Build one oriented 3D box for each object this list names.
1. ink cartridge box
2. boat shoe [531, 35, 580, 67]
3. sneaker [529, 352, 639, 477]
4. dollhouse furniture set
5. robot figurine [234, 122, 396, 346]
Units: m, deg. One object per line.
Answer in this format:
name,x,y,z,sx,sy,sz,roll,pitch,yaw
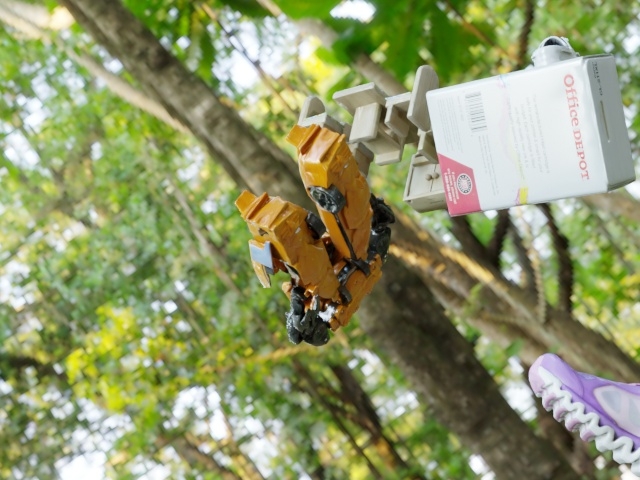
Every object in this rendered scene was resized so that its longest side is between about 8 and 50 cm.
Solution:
ink cartridge box,0.203,-0.100,1.202,0.175,0.127,0.072,-8,4,38
boat shoe,0.280,-0.211,1.476,0.066,0.063,0.184,-7,9,24
sneaker,0.331,0.181,1.298,0.104,0.236,0.095,-55,-6,-7
dollhouse furniture set,0.125,-0.172,1.806,0.212,0.161,0.242,-10,-34,40
robot figurine,0.000,0.000,1.480,0.211,0.085,0.291,-53,-29,-19
